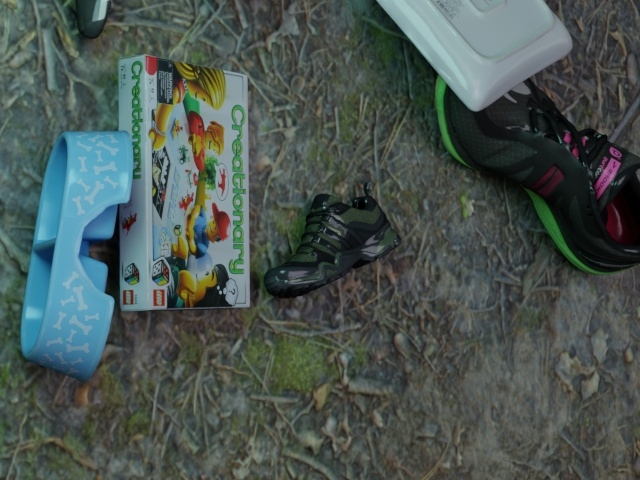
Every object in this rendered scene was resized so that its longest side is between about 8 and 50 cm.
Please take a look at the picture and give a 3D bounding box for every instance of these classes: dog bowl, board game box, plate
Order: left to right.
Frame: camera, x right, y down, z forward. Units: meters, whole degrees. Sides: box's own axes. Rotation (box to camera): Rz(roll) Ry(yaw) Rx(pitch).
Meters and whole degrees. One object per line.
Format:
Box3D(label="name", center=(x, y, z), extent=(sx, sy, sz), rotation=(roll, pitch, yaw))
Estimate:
Box3D(label="dog bowl", center=(-0.286, 0.011, 1.570), extent=(0.074, 0.166, 0.297), rotation=(10, 82, -23))
Box3D(label="board game box", center=(-0.167, -0.066, 1.683), extent=(0.193, 0.053, 0.305), rotation=(2, 87, -54))
Box3D(label="plate", center=(0.211, -0.339, 1.906), extent=(0.277, 0.045, 0.278), rotation=(51, 48, 6))

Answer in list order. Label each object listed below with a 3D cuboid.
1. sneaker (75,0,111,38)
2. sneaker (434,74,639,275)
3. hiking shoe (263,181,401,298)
Box3D(label="sneaker", center=(-0.308, -0.363, 1.629), extent=(0.132, 0.086, 0.229), rotation=(7, 92, -14))
Box3D(label="sneaker", center=(0.358, -0.128, 1.993), extent=(0.482, 0.202, 0.185), rotation=(37, 67, -28))
Box3D(label="hiking shoe", center=(0.000, 0.000, 1.824), extent=(0.226, 0.086, 0.114), rotation=(-25, 88, -39))
